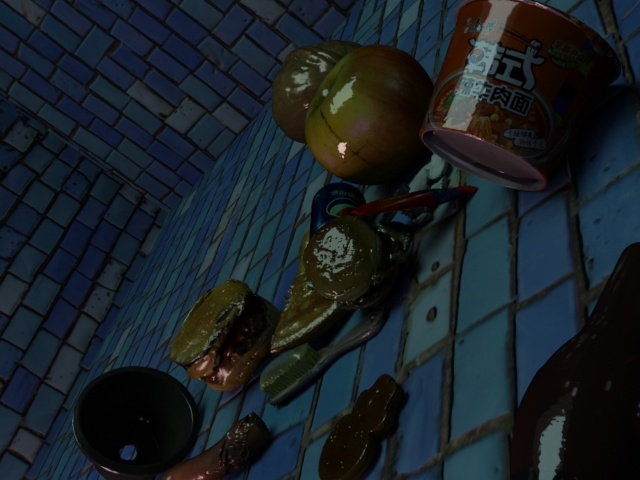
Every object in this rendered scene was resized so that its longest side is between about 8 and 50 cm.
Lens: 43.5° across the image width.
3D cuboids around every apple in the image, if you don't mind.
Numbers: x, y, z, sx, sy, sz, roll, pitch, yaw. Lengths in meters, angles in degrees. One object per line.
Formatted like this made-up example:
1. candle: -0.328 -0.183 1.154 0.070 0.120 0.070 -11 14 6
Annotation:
1. apple: 0.106 -0.249 1.631 0.286 0.233 0.286 -50 19 25

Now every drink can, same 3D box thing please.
1. drink can: 0.036 -0.025 1.584 0.118 0.118 0.205 -46 20 24

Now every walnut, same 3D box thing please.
1. walnut: 0.012 -0.381 2.067 0.313 0.277 0.252 161 103 -70

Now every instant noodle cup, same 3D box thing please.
1. instant noodle cup: 0.268 -0.196 1.133 0.192 0.250 0.250 -65 19 -6

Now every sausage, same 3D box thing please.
1. sausage: -0.197 0.404 1.460 0.304 0.078 0.078 -40 22 34

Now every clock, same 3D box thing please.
1. clock: 0.131 -0.063 1.418 0.085 0.017 0.085 -59 2 3

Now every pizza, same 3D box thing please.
1. pizza: -0.009 0.121 1.505 0.201 0.053 0.193 -34 29 14

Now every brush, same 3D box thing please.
1. brush: -0.006 0.192 1.382 0.313 0.067 0.072 -39 22 34

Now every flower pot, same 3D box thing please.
1. flower pot: -0.409 0.427 1.747 0.269 0.269 0.166 -76 7 -50

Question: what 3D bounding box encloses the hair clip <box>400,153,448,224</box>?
1. hair clip: 0.183 -0.094 1.450 0.116 0.049 0.172 -36 22 34

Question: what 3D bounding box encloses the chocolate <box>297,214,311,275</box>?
1. chocolate: 0.000 0.000 1.708 0.085 0.085 0.219 -34 30 47

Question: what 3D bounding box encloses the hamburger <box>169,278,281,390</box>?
1. hamburger: -0.190 0.201 1.682 0.244 0.163 0.244 -39 24 21

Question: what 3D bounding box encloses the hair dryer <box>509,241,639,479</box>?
1. hair dryer: 0.331 0.114 0.644 0.340 0.123 0.312 -9 36 52

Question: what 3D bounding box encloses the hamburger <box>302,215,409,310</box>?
1. hamburger: 0.063 0.037 1.336 0.185 0.131 0.159 -11 60 30

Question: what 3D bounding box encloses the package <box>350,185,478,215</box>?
1. package: 0.154 -0.066 1.321 0.200 0.022 0.083 -14 12 -18

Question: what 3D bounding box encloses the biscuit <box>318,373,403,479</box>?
1. biscuit: 0.058 0.270 1.124 0.175 0.026 0.124 -54 19 1

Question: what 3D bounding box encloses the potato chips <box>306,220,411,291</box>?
1. potato chips: 0.064 0.026 1.442 0.209 0.026 0.142 -44 60 1
